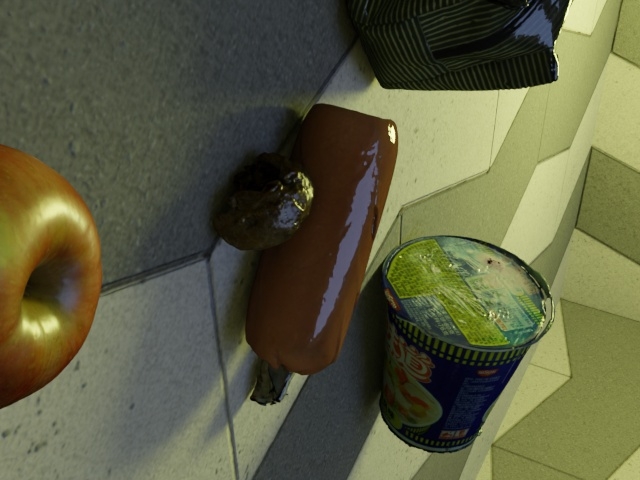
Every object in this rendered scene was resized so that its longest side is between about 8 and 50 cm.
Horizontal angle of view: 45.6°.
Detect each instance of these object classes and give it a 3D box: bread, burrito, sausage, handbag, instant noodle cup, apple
[{"bbox_3d":[-0.052,-0.042,0.770,0.113,0.082,0.060,-61,151,-32],"label":"bread"},{"bbox_3d":[-0.036,0.124,0.944,0.171,0.051,0.042,-63,147,-21],"label":"burrito"},{"bbox_3d":[0.000,0.001,0.857,0.121,0.121,0.304,18,88,-66],"label":"sausage"},{"bbox_3d":[0.199,-0.342,0.927,0.341,0.240,0.247,-64,150,-17],"label":"handbag"},{"bbox_3d":[0.218,0.194,1.307,0.284,0.284,0.312,-45,152,-46],"label":"instant noodle cup"},{"bbox_3d":[-0.207,0.020,0.419,0.163,0.139,0.163,7,90,-75],"label":"apple"}]
